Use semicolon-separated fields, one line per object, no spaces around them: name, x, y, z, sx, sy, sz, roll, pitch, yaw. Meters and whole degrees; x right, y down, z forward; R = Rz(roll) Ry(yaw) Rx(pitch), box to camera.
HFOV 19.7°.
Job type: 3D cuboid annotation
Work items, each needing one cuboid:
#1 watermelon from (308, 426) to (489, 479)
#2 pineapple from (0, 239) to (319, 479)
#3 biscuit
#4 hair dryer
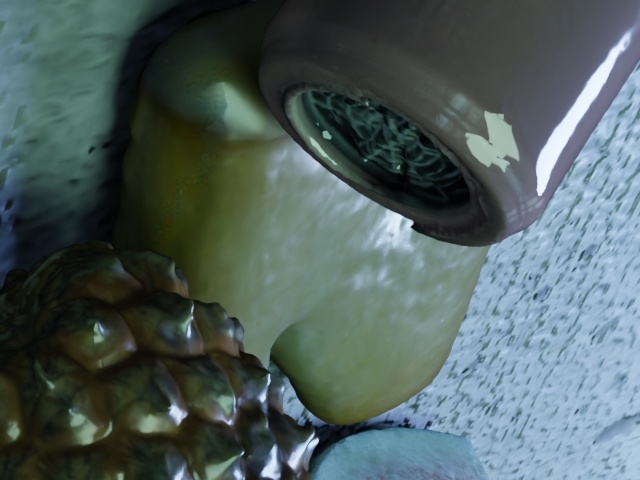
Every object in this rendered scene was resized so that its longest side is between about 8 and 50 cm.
watermelon;0.045;0.232;1.029;0.289;0.214;0.320;-53;152;-42
pineapple;-0.074;0.102;0.718;0.166;0.166;0.193;-42;106;-9
biscuit;0.000;0.000;0.852;0.237;0.062;0.290;-21;142;-37
hair dryer;0.028;-0.176;0.621;0.210;0.125;0.352;-56;139;-18
